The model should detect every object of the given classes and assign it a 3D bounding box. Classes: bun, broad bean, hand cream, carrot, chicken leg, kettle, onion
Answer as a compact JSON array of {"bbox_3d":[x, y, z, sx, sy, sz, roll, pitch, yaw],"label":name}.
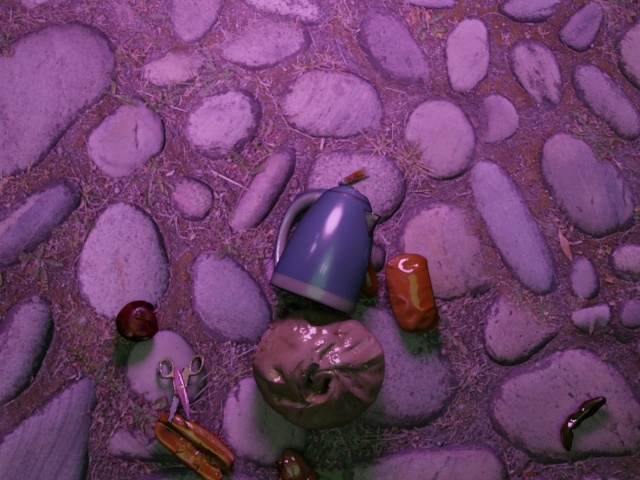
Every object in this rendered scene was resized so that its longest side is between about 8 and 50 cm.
[{"bbox_3d":[-0.009,0.356,1.305,0.362,0.234,0.326,0,103,6],"label":"bun"},{"bbox_3d":[0.769,0.531,1.445,0.061,0.046,0.195,38,86,-10],"label":"broad bean"},{"bbox_3d":[0.102,-0.197,1.508,0.102,0.022,0.035,-26,80,-12],"label":"hand cream"},{"bbox_3d":[0.128,0.041,1.457,0.066,0.062,0.271,-10,82,0],"label":"carrot"},{"bbox_3d":[-0.046,0.686,1.350,0.103,0.088,0.227,-34,92,-18],"label":"chicken leg"},{"bbox_3d":[0.000,0.000,1.376,0.320,0.247,0.342,15,80,32],"label":"kettle"},{"bbox_3d":[-0.513,0.226,1.358,0.119,0.118,0.117,-21,62,-7],"label":"onion"}]

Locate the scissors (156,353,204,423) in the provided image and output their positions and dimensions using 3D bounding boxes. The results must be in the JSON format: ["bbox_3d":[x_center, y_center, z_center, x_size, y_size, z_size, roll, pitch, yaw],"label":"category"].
[{"bbox_3d":[-0.392,0.410,1.354,0.134,0.020,0.187,-6,57,-4],"label":"scissors"}]

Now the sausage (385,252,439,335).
[{"bbox_3d":[0.269,0.156,1.422,0.136,0.120,0.241,-16,84,8],"label":"sausage"}]

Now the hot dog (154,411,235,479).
[{"bbox_3d":[-0.349,0.566,1.345,0.269,0.072,0.109,40,79,0],"label":"hot dog"}]

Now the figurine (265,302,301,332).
[{"bbox_3d":[-0.100,0.241,1.417,0.072,0.054,0.129,43,83,-10],"label":"figurine"}]
